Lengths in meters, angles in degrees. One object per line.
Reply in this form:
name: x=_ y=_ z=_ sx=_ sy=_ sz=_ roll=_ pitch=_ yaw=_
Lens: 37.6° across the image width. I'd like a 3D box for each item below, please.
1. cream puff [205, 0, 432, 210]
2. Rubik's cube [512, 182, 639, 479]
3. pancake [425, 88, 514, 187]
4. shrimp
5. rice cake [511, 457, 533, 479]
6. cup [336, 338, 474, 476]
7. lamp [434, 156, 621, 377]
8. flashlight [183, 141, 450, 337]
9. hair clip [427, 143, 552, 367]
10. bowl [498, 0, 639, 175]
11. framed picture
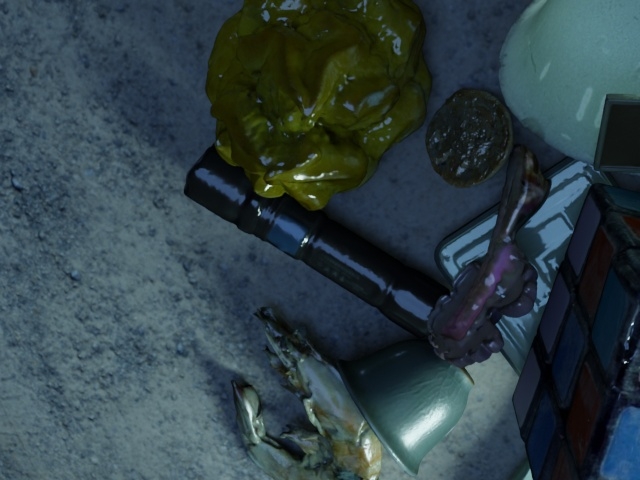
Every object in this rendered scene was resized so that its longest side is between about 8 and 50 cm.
cream puff: x=-0.014 y=-0.204 z=1.213 sx=0.291 sy=0.257 sz=0.324 roll=44 pitch=109 yaw=-2
Rubik's cube: x=0.450 y=0.173 z=1.101 sx=0.364 sy=0.358 sz=0.362 roll=11 pitch=112 yaw=2
pancake: x=0.200 y=-0.137 z=1.269 sx=0.140 sy=0.022 sz=0.139 roll=-4 pitch=84 yaw=42
shrimp: x=-0.036 y=0.266 z=1.461 sx=0.247 sy=0.085 sz=0.360 roll=-17 pitch=105 yaw=28
rice cake: x=0.303 y=0.376 z=1.396 sx=0.063 sy=0.066 sz=0.336 roll=34 pitch=111 yaw=5
cup: x=0.138 y=0.215 z=1.352 sx=0.150 sy=0.199 sz=0.199 roll=-36 pitch=94 yaw=4
lamp: x=0.334 y=0.048 z=1.301 sx=0.267 sy=0.047 sz=0.269 roll=-36 pitch=93 yaw=20
flashlight: x=0.000 y=0.000 z=1.358 sx=0.424 sy=0.103 sz=0.103 roll=31 pitch=112 yaw=3
hair clip: x=0.234 y=0.024 z=1.233 sx=0.069 sy=0.173 sz=0.300 roll=22 pitch=90 yaw=-19
bowl: x=0.427 y=-0.264 z=1.068 sx=0.435 sy=0.434 sz=0.195 roll=0 pitch=62 yaw=16
framed picture: x=0.434 y=-0.122 z=1.110 sx=0.203 sy=0.150 sz=0.015 roll=3 pitch=62 yaw=12
